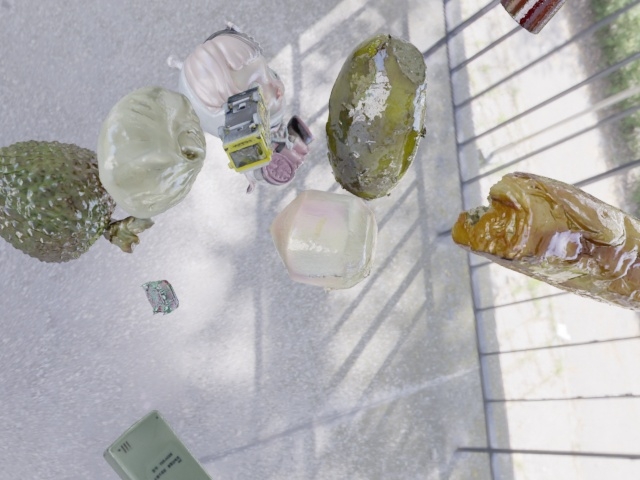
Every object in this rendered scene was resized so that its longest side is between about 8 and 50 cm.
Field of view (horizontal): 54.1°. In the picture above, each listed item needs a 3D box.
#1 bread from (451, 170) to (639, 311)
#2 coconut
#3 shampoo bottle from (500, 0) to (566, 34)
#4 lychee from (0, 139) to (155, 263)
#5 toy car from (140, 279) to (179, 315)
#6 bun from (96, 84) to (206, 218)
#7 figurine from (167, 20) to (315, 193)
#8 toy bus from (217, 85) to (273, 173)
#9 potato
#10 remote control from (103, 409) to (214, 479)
[{"bbox_3d":[0.379,-0.004,0.952,0.343,0.195,0.149,19,90,-28],"label":"bread"},{"bbox_3d":[0.000,0.000,1.043,0.171,0.182,0.171,4,90,-74],"label":"coconut"},{"bbox_3d":[0.439,-0.498,1.103,0.064,0.260,0.102,-13,62,-45],"label":"shampoo bottle"},{"bbox_3d":[-0.538,-0.078,1.300,0.320,0.269,0.270,53,50,-42],"label":"lychee"},{"bbox_3d":[-0.324,0.112,1.280,0.055,0.142,0.069,-27,98,-28],"label":"toy car"},{"bbox_3d":[-0.209,-0.114,0.841,0.183,0.102,0.184,10,90,-70],"label":"bun"},{"bbox_3d":[-0.173,-0.286,1.403,0.361,0.210,0.253,60,16,-25],"label":"figurine"},{"bbox_3d":[-0.135,-0.208,1.128,0.226,0.081,0.074,-101,172,-56],"label":"toy bus"},{"bbox_3d":[0.076,-0.172,0.889,0.149,0.251,0.113,34,46,29],"label":"potato"},{"bbox_3d":[-0.241,0.434,1.075,0.285,0.038,0.123,50,38,0],"label":"remote control"}]
